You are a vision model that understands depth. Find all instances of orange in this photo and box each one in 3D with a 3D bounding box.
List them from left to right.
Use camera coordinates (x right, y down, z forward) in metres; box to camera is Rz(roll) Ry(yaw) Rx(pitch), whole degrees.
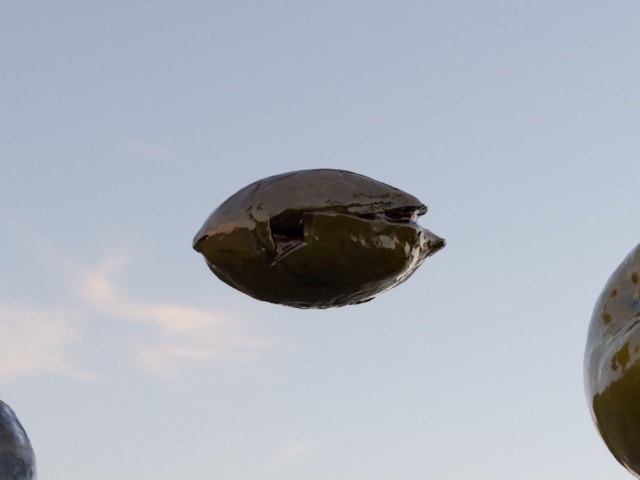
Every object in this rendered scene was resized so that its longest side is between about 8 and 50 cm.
[{"bbox_3d":[0.356,0.098,1.145,0.235,0.279,0.279,32,-29,-12],"label":"orange"}]

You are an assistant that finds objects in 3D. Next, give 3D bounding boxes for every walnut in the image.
[{"bbox_3d":[0.000,0.000,1.295,0.245,0.137,0.137,1,-21,-12],"label":"walnut"}]

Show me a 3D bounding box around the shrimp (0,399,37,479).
[{"bbox_3d":[-0.296,0.149,0.621,0.343,0.145,0.116,-14,-24,2],"label":"shrimp"}]
